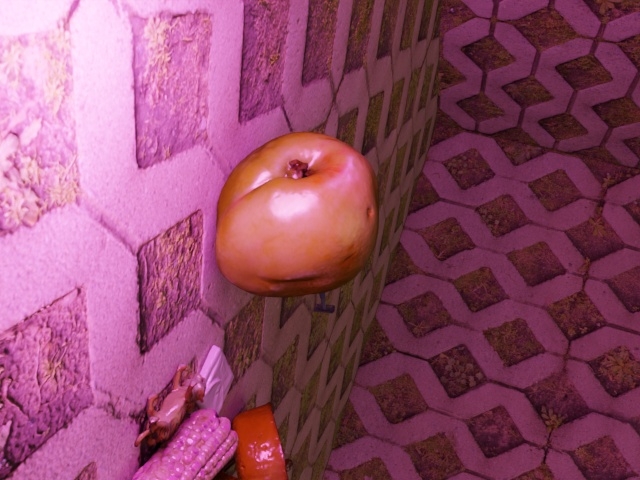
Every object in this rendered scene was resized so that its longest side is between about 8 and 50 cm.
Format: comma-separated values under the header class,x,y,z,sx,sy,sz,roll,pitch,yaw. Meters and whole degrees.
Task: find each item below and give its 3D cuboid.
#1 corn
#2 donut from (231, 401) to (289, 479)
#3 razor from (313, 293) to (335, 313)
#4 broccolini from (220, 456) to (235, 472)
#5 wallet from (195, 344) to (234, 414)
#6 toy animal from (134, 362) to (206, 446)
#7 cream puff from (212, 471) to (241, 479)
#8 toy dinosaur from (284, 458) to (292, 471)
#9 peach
class,x,y,z,sx,sy,sz,roll,pitch,yaw
corn,-0.264,0.423,1.232,0.335,0.126,0.127,-41,144,-63
donut,-0.147,0.534,1.639,0.277,0.108,0.278,172,-90,-78
razor,0.005,0.170,2.174,0.040,0.068,0.135,-61,149,-51
broccolini,-0.204,0.558,1.780,0.218,0.042,0.044,-3,107,-74
wallet,-0.223,0.306,1.446,0.183,0.031,0.124,81,26,-57
toy animal,-0.263,0.300,1.225,0.241,0.056,0.099,-53,155,-58
cream puff,-0.226,0.624,1.404,0.303,0.212,0.303,15,90,-78
toy dinosaur,-0.166,0.806,2.094,0.393,0.092,0.206,11,94,-75
peach,-0.043,-0.042,1.247,0.316,0.314,0.282,77,-1,-62
